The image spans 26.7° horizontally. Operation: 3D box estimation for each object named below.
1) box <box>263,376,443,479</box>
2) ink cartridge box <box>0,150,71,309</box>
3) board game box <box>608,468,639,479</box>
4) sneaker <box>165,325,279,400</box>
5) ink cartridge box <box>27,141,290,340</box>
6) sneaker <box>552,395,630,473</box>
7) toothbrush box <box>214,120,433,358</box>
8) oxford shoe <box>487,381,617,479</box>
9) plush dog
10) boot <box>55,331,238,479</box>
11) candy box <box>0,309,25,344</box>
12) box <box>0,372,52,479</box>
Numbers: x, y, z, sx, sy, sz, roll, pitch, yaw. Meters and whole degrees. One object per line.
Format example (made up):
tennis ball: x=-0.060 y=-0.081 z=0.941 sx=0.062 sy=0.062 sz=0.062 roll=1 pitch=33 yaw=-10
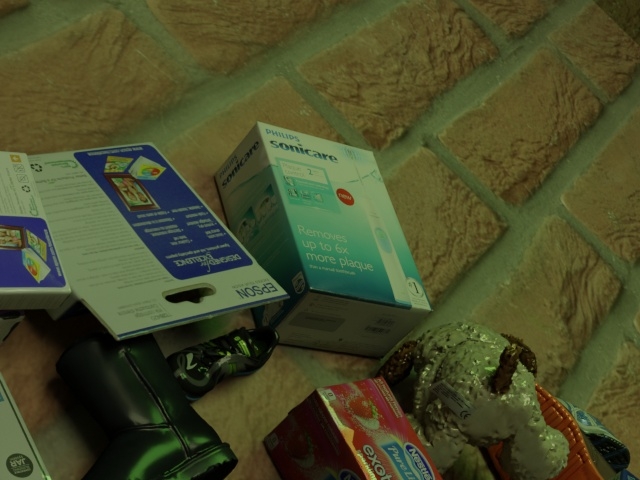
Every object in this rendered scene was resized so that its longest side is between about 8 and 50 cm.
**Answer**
box: x=0.061 y=0.304 z=1.621 sx=0.128 sy=0.122 sz=0.257 roll=-4 pitch=56 yaw=-47
ink cartridge box: x=-0.393 y=-0.017 z=1.452 sx=0.208 sy=0.045 sz=0.206 roll=4 pitch=49 yaw=-38
board game box: x=0.435 y=0.470 z=1.718 sx=0.347 sy=0.233 sz=0.078 roll=37 pitch=36 yaw=-9
sneaker: x=-0.121 y=0.140 z=1.651 sx=0.188 sy=0.078 sz=0.067 roll=-17 pitch=66 yaw=-50
ink cartridge box: x=-0.238 y=0.008 z=1.649 sx=0.303 sy=0.072 sz=0.307 roll=-11 pitch=53 yaw=-51
sneaker: x=0.355 y=0.277 z=1.993 sx=0.211 sy=0.080 sz=0.081 roll=34 pitch=10 yaw=-9
toothbrush box: x=0.000 y=0.000 z=1.875 sx=0.216 sy=0.126 sz=0.295 roll=13 pitch=44 yaw=-36
oxford shoe: x=0.346 y=0.333 z=1.902 sx=0.363 sy=0.130 sz=0.133 roll=55 pitch=12 yaw=16
plush dog: x=0.197 y=0.185 z=1.793 sx=0.262 sy=0.210 sz=0.225 roll=3 pitch=24 yaw=-13
boot: x=-0.233 y=0.208 z=1.463 sx=0.246 sy=0.094 sz=0.207 roll=-20 pitch=63 yaw=-44
candy box: x=-0.443 y=0.045 z=1.444 sx=0.196 sy=0.070 sz=0.165 roll=-8 pitch=60 yaw=-49
box: x=-0.334 y=0.279 z=1.294 sx=0.169 sy=0.087 sz=0.290 roll=-5 pitch=57 yaw=-46
